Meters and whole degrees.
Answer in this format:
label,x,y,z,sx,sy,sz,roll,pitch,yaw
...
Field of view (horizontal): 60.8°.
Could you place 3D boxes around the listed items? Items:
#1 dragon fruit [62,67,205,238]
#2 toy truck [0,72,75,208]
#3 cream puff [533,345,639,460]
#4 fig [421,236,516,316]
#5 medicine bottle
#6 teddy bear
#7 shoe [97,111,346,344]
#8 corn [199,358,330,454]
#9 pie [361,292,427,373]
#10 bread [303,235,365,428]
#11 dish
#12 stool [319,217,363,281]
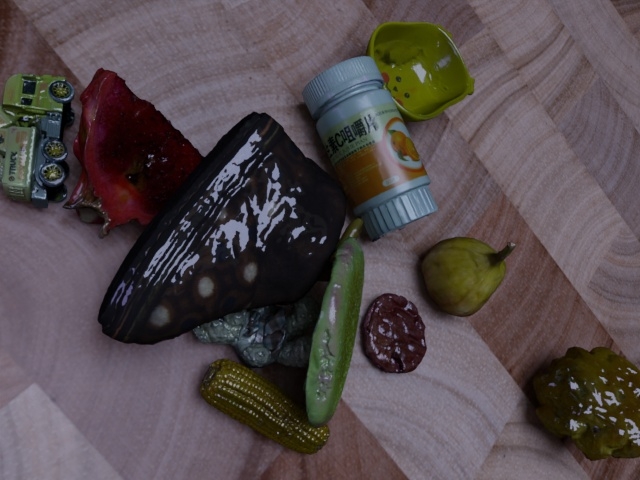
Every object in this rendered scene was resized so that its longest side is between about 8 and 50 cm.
label,x,y,z,sx,sy,sz,roll,pitch,yaw
dragon fruit,-0.297,-0.110,0.813,0.211,0.134,0.262,-58,142,-15
toy truck,-0.422,-0.145,0.784,0.116,0.085,0.191,5,75,-23
cream puff,0.570,0.341,1.128,0.196,0.244,0.244,51,49,-51
fig,0.294,0.048,1.035,0.159,0.257,0.159,4,70,-12
medicine bottle,0.097,-0.169,1.042,0.158,0.158,0.318,-23,87,-33
teddy bear,-0.107,0.143,0.874,0.213,0.111,0.133,11,45,-1
shoe,-0.121,0.019,0.790,0.237,0.171,0.384,41,67,-19
corn,-0.081,0.263,0.850,0.231,0.080,0.080,37,60,-17
pie,0.140,0.177,1.032,0.154,0.038,0.153,11,67,-28
bread,0.031,0.140,0.850,0.045,0.301,0.301,11,66,10
dish,0.194,-0.353,1.183,0.262,0.108,0.221,-24,87,-31
stool,0.000,0.000,0.962,0.135,0.134,0.110,69,35,-52
